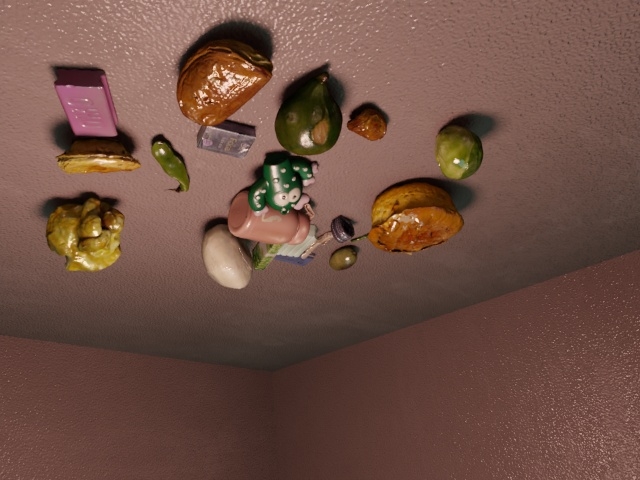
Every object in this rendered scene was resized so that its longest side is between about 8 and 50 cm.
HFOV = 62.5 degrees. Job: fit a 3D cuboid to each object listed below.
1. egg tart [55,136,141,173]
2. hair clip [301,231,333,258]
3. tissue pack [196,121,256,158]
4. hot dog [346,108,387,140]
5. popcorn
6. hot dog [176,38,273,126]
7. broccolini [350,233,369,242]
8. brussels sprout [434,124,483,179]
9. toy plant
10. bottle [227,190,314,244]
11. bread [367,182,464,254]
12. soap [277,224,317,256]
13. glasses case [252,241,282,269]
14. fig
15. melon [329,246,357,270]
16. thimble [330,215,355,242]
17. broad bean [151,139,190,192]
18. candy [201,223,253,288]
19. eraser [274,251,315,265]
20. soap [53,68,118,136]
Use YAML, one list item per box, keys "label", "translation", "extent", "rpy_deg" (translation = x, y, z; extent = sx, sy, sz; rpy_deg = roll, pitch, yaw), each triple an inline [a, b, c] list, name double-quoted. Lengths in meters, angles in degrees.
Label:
- label: "egg tart"
  translation: [-0.655, -0.248, 1.555]
  extent: [0.241, 0.105, 0.241]
  rpy_deg: [-2, -177, 0]
- label: "hair clip"
  translation: [0.000, 0.000, 2.300]
  extent: [0.226, 0.072, 0.034]
  rpy_deg: [-31, 145, 25]
- label: "tissue pack"
  translation: [-0.287, -0.312, 1.607]
  extent: [0.156, 0.051, 0.112]
  rpy_deg: [9, 148, -27]
- label: "hot dog"
  translation: [0.144, -0.353, 1.611]
  extent: [0.099, 0.065, 0.147]
  rpy_deg: [-27, 158, 35]
- label: "popcorn"
  translation: [-0.823, -0.030, 1.860]
  extent: [0.277, 0.225, 0.276]
  rpy_deg: [-4, 142, -3]
- label: "hot dog"
  translation: [-0.243, -0.411, 1.350]
  extent: [0.196, 0.122, 0.272]
  rpy_deg: [17, 141, -41]
- label: "broccolini"
  translation: [0.198, -0.010, 2.335]
  extent: [0.140, 0.035, 0.030]
  rpy_deg: [-18, 147, 25]
- label: "brussels sprout"
  translation: [0.440, -0.286, 1.673]
  extent: [0.132, 0.183, 0.145]
  rpy_deg: [-8, 174, -5]
- label: "toy plant"
  translation: [-0.129, -0.183, 1.800]
  extent: [0.233, 0.112, 0.243]
  rpy_deg: [0, 127, -30]
- label: "bottle"
  translation: [-0.173, -0.084, 1.970]
  extent: [0.297, 0.173, 0.206]
  rpy_deg: [16, 113, -36]
- label: "bread"
  translation: [0.356, -0.084, 2.046]
  extent: [0.359, 0.204, 0.337]
  rpy_deg: [10, 147, -36]
- label: "soap"
  translation: [-0.105, -0.001, 2.246]
  extent: [0.119, 0.066, 0.198]
  rpy_deg: [8, 150, -29]
- label: "glasses case"
  translation: [-0.220, 0.031, 2.254]
  extent: [0.062, 0.095, 0.272]
  rpy_deg: [2, 153, -26]
- label: "fig"
  translation: [-0.025, -0.357, 1.480]
  extent: [0.196, 0.195, 0.244]
  rpy_deg: [2, 117, -16]
- label: "melon"
  translation: [0.103, 0.087, 2.437]
  extent: [0.099, 0.099, 0.162]
  rpy_deg: [15, 147, -36]
- label: "thimble"
  translation: [0.091, -0.042, 2.167]
  extent: [0.066, 0.104, 0.095]
  rpy_deg: [-35, 146, 31]
- label: "broad bean"
  translation: [-0.486, -0.230, 1.721]
  extent: [0.098, 0.055, 0.318]
  rpy_deg: [-3, 155, -8]
- label: "candy"
  translation: [-0.377, 0.072, 2.103]
  extent: [0.185, 0.295, 0.295]
  rpy_deg: [-23, 152, 3]
- label: "eraser"
  translation: [-0.130, 0.070, 2.416]
  extent: [0.225, 0.036, 0.082]
  rpy_deg: [16, 144, -36]
- label: "soap"
  translation: [-0.622, -0.365, 1.412]
  extent: [0.122, 0.065, 0.203]
  rpy_deg: [-1, 153, -10]
